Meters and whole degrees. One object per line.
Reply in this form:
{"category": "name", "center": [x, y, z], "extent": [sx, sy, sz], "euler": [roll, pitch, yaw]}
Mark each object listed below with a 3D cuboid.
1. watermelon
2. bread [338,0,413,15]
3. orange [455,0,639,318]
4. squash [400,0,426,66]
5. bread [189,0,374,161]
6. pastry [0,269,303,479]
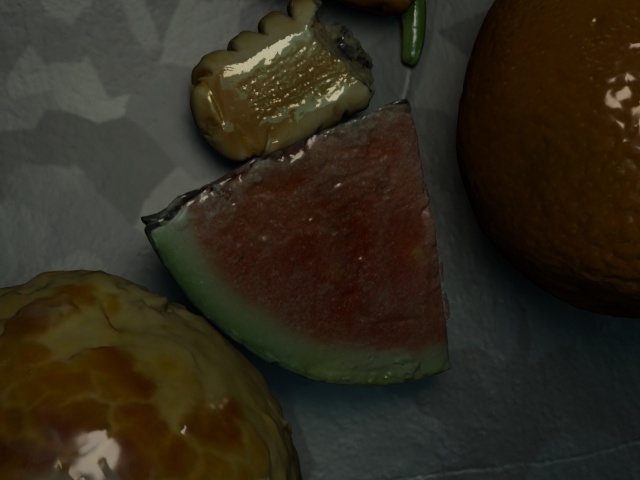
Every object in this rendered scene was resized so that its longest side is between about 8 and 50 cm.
{"category": "watermelon", "center": [0.000, 0.000, 1.143], "extent": [0.310, 0.193, 0.232], "euler": [20, 80, -13]}
{"category": "bread", "center": [-0.023, -0.277, 1.219], "extent": [0.245, 0.102, 0.094], "euler": [22, 85, -7]}
{"category": "orange", "center": [0.275, -0.116, 1.139], "extent": [0.322, 0.322, 0.357], "euler": [13, 78, -7]}
{"category": "squash", "center": [0.088, -0.209, 1.268], "extent": [0.027, 0.027, 0.089], "euler": [-2, 87, -8]}
{"category": "bread", "center": [-0.036, -0.145, 1.211], "extent": [0.177, 0.084, 0.119], "euler": [-30, 103, -9]}
{"category": "pastry", "center": [-0.199, 0.219, 1.021], "extent": [0.388, 0.312, 0.389], "euler": [2, 101, 10]}
